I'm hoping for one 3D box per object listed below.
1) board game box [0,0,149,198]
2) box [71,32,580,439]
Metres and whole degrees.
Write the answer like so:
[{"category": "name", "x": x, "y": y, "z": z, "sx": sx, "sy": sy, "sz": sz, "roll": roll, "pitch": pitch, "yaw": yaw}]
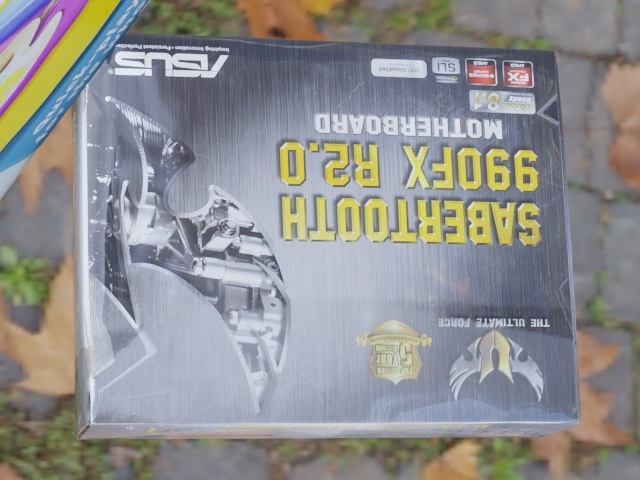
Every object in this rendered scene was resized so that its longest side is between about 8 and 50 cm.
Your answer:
[{"category": "board game box", "x": -0.117, "y": -0.054, "z": 0.430, "sx": 0.079, "sy": 0.254, "sz": 0.336, "roll": 40, "pitch": 19, "yaw": 2}, {"category": "box", "x": 0.000, "y": 0.000, "z": 0.930, "sx": 0.231, "sy": 0.056, "sz": 0.183, "roll": 2, "pitch": 76, "yaw": -14}]
